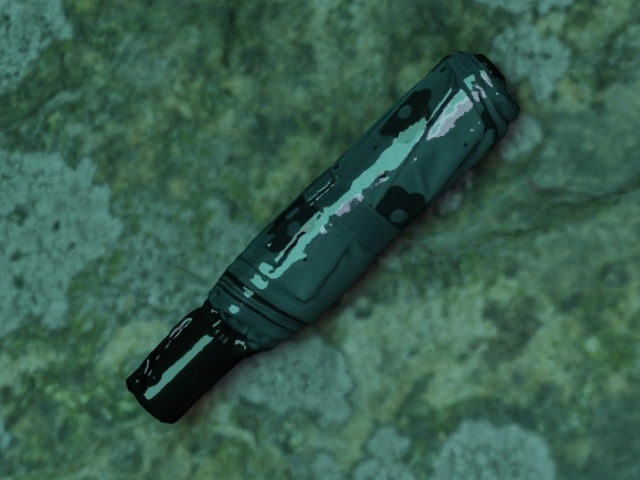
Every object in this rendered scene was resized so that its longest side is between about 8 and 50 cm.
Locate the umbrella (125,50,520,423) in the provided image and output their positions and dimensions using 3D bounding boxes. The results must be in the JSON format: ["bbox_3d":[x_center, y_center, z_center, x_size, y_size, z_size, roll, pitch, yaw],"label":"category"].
[{"bbox_3d":[0.001,0.001,0.941,0.053,0.052,0.250,44,94,-8],"label":"umbrella"}]
